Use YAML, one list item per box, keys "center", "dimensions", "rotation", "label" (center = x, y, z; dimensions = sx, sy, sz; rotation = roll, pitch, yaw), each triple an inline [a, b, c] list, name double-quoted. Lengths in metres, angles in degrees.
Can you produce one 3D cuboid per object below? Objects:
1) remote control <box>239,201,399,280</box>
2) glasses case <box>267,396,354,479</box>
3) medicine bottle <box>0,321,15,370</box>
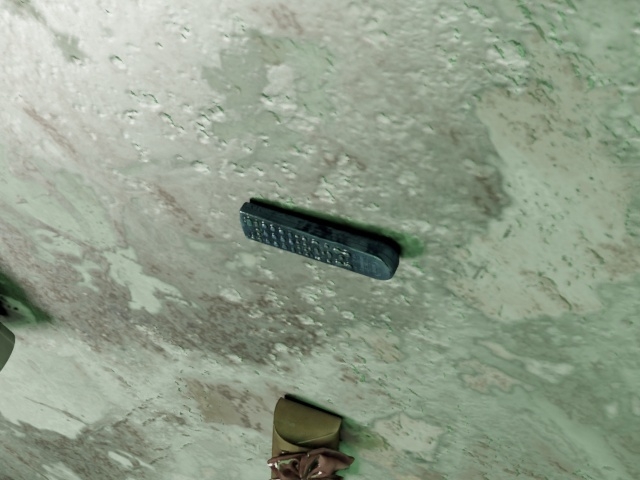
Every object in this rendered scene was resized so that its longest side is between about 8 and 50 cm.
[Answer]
- center: [-0.001, 0.001, 1.124]
  dimensions: [0.153, 0.027, 0.043]
  rotation: [16, 153, 18]
  label: "remote control"
- center: [-0.014, 0.270, 1.484]
  dimensions: [0.103, 0.070, 0.193]
  rotation: [19, 148, 9]
  label: "glasses case"
- center: [-0.491, 0.078, 1.479]
  dimensions: [0.131, 0.131, 0.250]
  rotation: [-13, 132, 45]
  label: "medicine bottle"
